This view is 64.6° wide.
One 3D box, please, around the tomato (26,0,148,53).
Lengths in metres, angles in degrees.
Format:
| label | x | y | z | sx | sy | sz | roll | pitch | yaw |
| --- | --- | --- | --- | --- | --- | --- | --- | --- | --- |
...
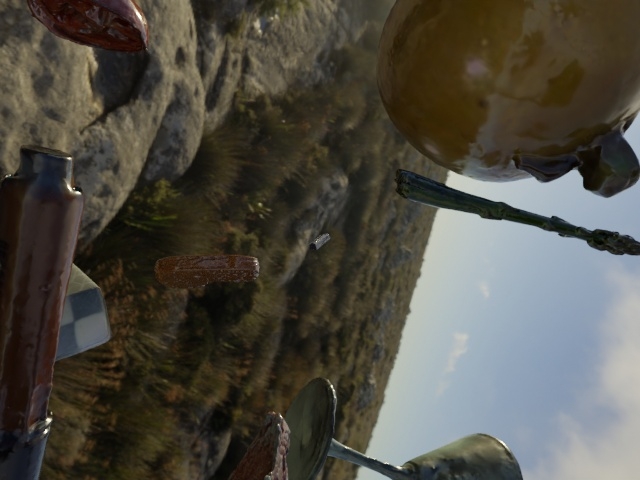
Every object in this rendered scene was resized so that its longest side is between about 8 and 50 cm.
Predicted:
| label | x | y | z | sx | sy | sz | roll | pitch | yaw |
| --- | --- | --- | --- | --- | --- | --- | --- | --- | --- |
| tomato | -0.430 | -0.446 | 0.956 | 0.228 | 0.227 | 0.101 | 52 | 51 | -76 |

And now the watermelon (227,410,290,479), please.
| label | x | y | z | sx | sy | sz | roll | pitch | yaw |
| --- | --- | --- | --- | --- | --- | --- | --- | --- | --- |
| watermelon | -0.052 | 0.249 | 0.429 | 0.158 | 0.121 | 0.098 | -46 | -177 | 1 |

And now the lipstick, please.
| label | x | y | z | sx | sy | sz | roll | pitch | yaw |
| --- | --- | --- | --- | --- | --- | --- | --- | --- | --- |
| lipstick | -0.283 | 0.122 | 0.468 | 0.077 | 0.077 | 0.419 | -28 | 134 | -74 |

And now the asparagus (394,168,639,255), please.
| label | x | y | z | sx | sy | sz | roll | pitch | yaw |
| --- | --- | --- | --- | --- | --- | --- | --- | --- | --- |
| asparagus | 0.169 | -0.019 | 0.420 | 0.023 | 0.232 | 0.022 | -104 | -151 | -70 |

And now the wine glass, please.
| label | x | y | z | sx | sy | sz | roll | pitch | yaw |
| --- | --- | --- | --- | --- | --- | --- | --- | --- | --- |
| wine glass | 0.131 | 0.421 | 0.916 | 0.267 | 0.405 | 0.267 | -50 | -157 | 30 |

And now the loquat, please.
| label | x | y | z | sx | sy | sz | roll | pitch | yaw |
| --- | --- | --- | --- | --- | --- | --- | --- | --- | --- |
| loquat | 0.241 | -0.203 | 0.593 | 0.328 | 0.360 | 0.328 | -25 | 159 | -10 |

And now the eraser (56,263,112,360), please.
| label | x | y | z | sx | sy | sz | roll | pitch | yaw |
| --- | --- | --- | --- | --- | --- | --- | --- | --- | --- |
| eraser | -0.481 | 0.059 | 0.843 | 0.098 | 0.403 | 0.097 | -20 | 122 | -40 |

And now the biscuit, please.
| label | x | y | z | sx | sy | sz | roll | pitch | yaw |
| --- | --- | --- | --- | --- | --- | --- | --- | --- | --- |
| biscuit | -0.211 | 0.059 | 0.956 | 0.186 | 0.191 | 0.036 | 110 | -21 | -72 |

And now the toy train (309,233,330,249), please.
| label | x | y | z | sx | sy | sz | roll | pitch | yaw |
| --- | --- | --- | --- | --- | --- | --- | --- | --- | --- |
| toy train | 0.000 | 0.000 | 1.087 | 0.083 | 0.017 | 0.017 | -40 | 122 | -59 |
